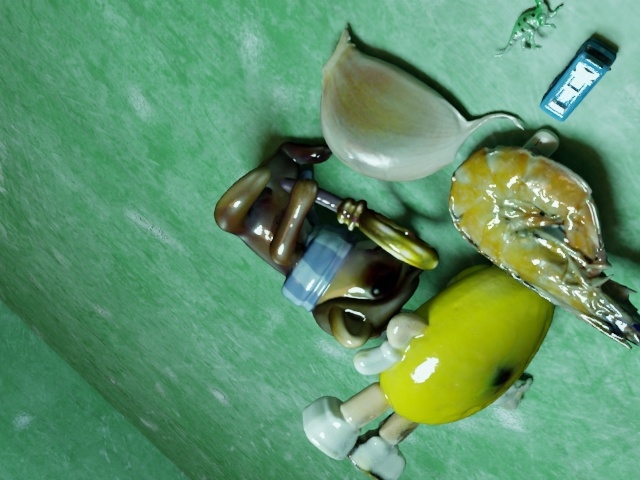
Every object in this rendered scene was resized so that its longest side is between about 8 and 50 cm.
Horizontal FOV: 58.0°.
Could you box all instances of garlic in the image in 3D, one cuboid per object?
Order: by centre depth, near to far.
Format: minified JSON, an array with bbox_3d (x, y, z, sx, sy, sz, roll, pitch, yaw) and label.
[{"bbox_3d":[0.112,-0.141,0.765,0.267,0.128,0.148,23,149,6],"label":"garlic"}]

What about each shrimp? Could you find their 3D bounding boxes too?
[{"bbox_3d":[0.290,0.002,0.695,0.317,0.062,0.164,43,141,18],"label":"shrimp"}]

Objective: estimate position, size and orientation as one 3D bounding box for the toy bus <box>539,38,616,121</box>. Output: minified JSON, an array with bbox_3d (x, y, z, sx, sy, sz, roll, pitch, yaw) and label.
[{"bbox_3d":[0.278,-0.173,0.627,0.038,0.046,0.083,36,140,6],"label":"toy bus"}]

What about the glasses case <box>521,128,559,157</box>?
[{"bbox_3d":[0.262,-0.105,0.719,0.032,0.021,0.083,41,140,4],"label":"glasses case"}]

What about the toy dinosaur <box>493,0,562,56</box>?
[{"bbox_3d":[0.223,-0.239,0.633,0.083,0.021,0.062,-6,114,37],"label":"toy dinosaur"}]

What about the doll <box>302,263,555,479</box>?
[{"bbox_3d":[0.178,0.213,0.864,0.161,0.424,0.348,-119,8,-48],"label":"doll"}]

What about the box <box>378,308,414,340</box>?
[{"bbox_3d":[0.083,0.142,1.055,0.207,0.050,0.041,9,131,32],"label":"box"}]

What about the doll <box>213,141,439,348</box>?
[{"bbox_3d":[0.003,-0.004,0.889,0.340,0.209,0.318,46,172,7],"label":"doll"}]
